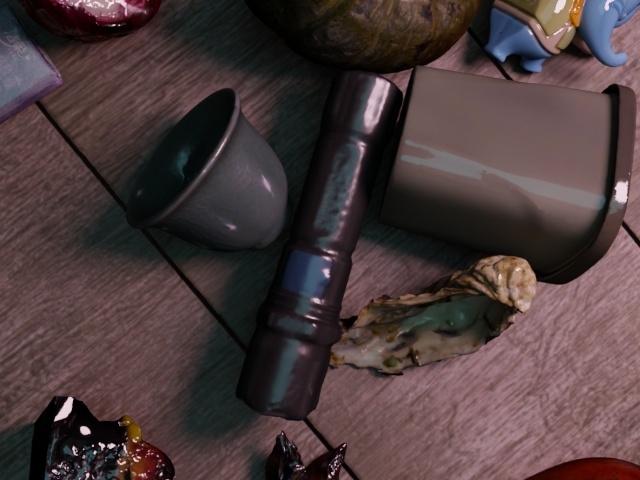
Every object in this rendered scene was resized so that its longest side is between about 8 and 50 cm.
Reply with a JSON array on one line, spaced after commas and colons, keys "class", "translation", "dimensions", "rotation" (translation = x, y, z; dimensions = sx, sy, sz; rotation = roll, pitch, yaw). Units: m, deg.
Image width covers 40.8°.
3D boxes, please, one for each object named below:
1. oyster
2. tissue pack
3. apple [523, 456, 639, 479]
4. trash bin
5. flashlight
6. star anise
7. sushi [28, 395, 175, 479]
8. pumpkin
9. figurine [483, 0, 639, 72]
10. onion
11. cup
[{"class": "oyster", "translation": [0.117, 0.088, 1.051], "dimensions": [0.295, 0.166, 0.094], "rotation": [-12, 59, 13]}, {"class": "tissue pack", "translation": [-0.409, -0.199, 1.048], "dimensions": [0.156, 0.051, 0.112], "rotation": [-35, 93, -6]}, {"class": "apple", "translation": [0.330, 0.368, 1.033], "dimensions": [0.234, 0.234, 0.233], "rotation": [0, 88, -7]}, {"class": "trash bin", "translation": [0.210, -0.087, 1.030], "dimensions": [0.250, 0.219, 0.219], "rotation": [13, 64, 1]}, {"class": "flashlight", "translation": [0.000, 0.000, 1.018], "dimensions": [0.103, 0.103, 0.423], "rotation": [16, 88, -6]}, {"class": "star anise", "translation": [-0.023, 0.313, 1.073], "dimensions": [0.213, 0.053, 0.157], "rotation": [4, 88, -5]}, {"class": "sushi", "translation": [-0.253, 0.288, 1.004], "dimensions": [0.151, 0.153, 0.172], "rotation": [9, 64, -24]}, {"class": "pumpkin", "translation": [0.070, -0.318, 1.047], "dimensions": [0.325, 0.242, 0.232], "rotation": [-44, 116, -19]}, {"class": "figurine", "translation": [0.337, -0.315, 1.109], "dimensions": [0.180, 0.154, 0.262], "rotation": [35, 101, -13]}, {"class": "onion", "translation": [-0.284, -0.330, 1.025], "dimensions": [0.173, 0.135, 0.198], "rotation": [-4, 85, -42]}, {"class": "cup", "translation": [-0.113, -0.059, 1.030], "dimensions": [0.150, 0.199, 0.199], "rotation": [38, 83, -28]}]
